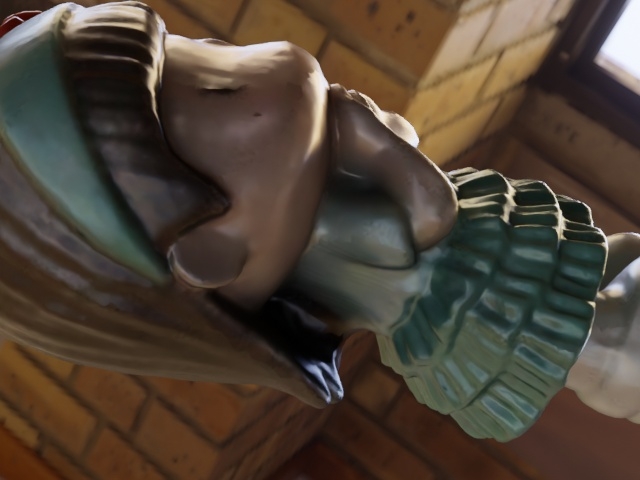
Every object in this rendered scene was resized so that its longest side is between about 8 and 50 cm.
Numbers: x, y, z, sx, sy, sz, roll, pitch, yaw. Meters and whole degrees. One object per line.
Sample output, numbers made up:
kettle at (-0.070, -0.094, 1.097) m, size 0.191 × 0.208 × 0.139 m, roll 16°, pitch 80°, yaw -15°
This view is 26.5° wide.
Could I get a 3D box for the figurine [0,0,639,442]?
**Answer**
figurine at (0.000, 0.000, 0.430) m, size 0.245 × 0.110 × 0.138 m, roll 18°, pitch -175°, yaw -12°
